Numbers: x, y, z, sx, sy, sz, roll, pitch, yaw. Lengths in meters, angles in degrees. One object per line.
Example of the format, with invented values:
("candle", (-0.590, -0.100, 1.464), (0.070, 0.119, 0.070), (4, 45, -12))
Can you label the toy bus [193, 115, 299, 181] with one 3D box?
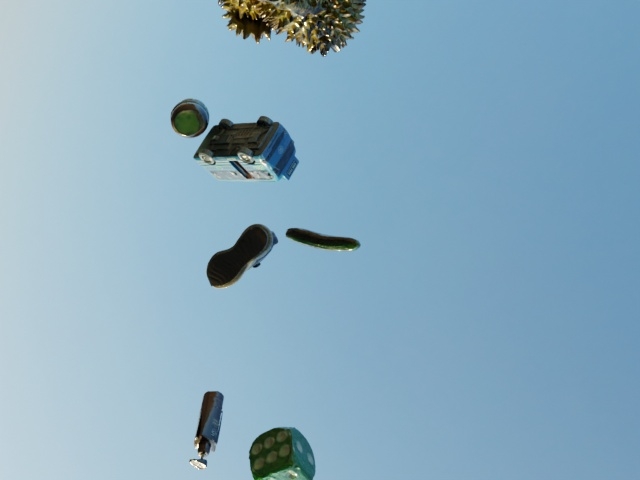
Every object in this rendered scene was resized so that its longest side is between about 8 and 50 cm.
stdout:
("toy bus", (-0.173, -0.206, 2.005), (0.246, 0.134, 0.113), (4, -124, 42))

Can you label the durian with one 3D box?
("durian", (-0.038, -0.417, 1.361), (0.258, 0.293, 0.258), (-8, -109, 22))

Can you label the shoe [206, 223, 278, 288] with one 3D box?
("shoe", (-0.199, 0.044, 2.254), (0.227, 0.112, 0.099), (-41, -104, 20))

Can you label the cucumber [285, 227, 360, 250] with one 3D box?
("cucumber", (0.000, 0.000, 1.669), (0.184, 0.033, 0.036), (10, -108, 33))

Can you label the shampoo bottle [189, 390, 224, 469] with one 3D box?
("shampoo bottle", (-0.305, 0.509, 2.295), (0.236, 0.068, 0.067), (-87, -161, -51))

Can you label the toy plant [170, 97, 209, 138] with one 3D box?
("toy plant", (-0.314, -0.297, 2.061), (0.093, 0.093, 0.162), (-59, -167, 12))

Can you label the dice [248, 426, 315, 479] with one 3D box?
("dice", (-0.092, 0.529, 2.033), (0.128, 0.120, 0.131), (-26, -141, 14))
